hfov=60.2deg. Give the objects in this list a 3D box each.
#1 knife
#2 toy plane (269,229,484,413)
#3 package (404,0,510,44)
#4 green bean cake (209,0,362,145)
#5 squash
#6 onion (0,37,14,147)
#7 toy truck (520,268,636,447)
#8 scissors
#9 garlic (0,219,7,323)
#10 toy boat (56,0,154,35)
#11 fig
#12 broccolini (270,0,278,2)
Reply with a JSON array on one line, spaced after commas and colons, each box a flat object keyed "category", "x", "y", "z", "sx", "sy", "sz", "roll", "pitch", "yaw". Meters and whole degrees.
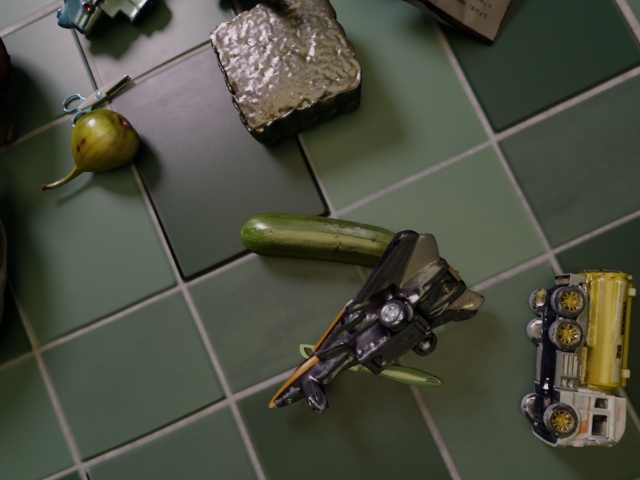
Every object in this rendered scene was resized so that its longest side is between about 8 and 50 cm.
[{"category": "knife", "x": 0.069, "y": 0.174, "z": 0.773, "sx": 0.207, "sy": 0.014, "sz": 0.030, "roll": 11, "pitch": 85, "yaw": 8}, {"category": "toy plane", "x": 0.055, "y": 0.135, "z": 0.719, "sx": 0.316, "sy": 0.204, "sz": 0.103, "roll": -44, "pitch": 38, "yaw": 3}, {"category": "package", "x": 0.174, "y": -0.410, "z": 0.743, "sx": 0.250, "sy": 0.062, "sz": 0.204, "roll": 19, "pitch": 102, "yaw": -16}, {"category": "green bean cake", "x": -0.045, "y": -0.243, "z": 0.786, "sx": 0.181, "sy": 0.094, "sz": 0.173, "roll": -25, "pitch": 82, "yaw": 3}, {"category": "squash", "x": 0.000, "y": 0.000, "z": 0.773, "sx": 0.228, "sy": 0.066, "sz": 0.066, "roll": 8, "pitch": 85, "yaw": 5}, {"category": "onion", "x": -0.552, "y": -0.214, "z": 0.797, "sx": 0.252, "sy": 0.219, "sz": 0.252, "roll": -21, "pitch": 47, "yaw": 24}, {"category": "toy truck", "x": 0.334, "y": 0.146, "z": 0.705, "sx": 0.113, "sy": 0.098, "sz": 0.227, "roll": 7, "pitch": 84, "yaw": 1}, {"category": "scissors", "x": -0.346, "y": -0.223, "z": 0.857, "sx": 0.119, "sy": 0.014, "sz": 0.058, "roll": -32, "pitch": 83, "yaw": 6}, {"category": "garlic", "x": -0.552, "y": 0.059, "z": 0.794, "sx": 0.340, "sy": 0.231, "sz": 0.245, "roll": -47, "pitch": 36, "yaw": -15}, {"category": "toy boat", "x": -0.303, "y": -0.390, "z": 0.845, "sx": 0.102, "sy": 0.088, "sz": 0.215, "roll": 35, "pitch": 88, "yaw": -26}, {"category": "fig", "x": -0.349, "y": -0.138, "z": 0.822, "sx": 0.166, "sy": 0.093, "sz": 0.093, "roll": -17, "pitch": 82, "yaw": 24}, {"category": "broccolini", "x": -0.107, "y": -0.375, "z": 0.773, "sx": 0.091, "sy": 0.202, "sz": 0.068, "roll": -27, "pitch": 124, "yaw": -23}]
